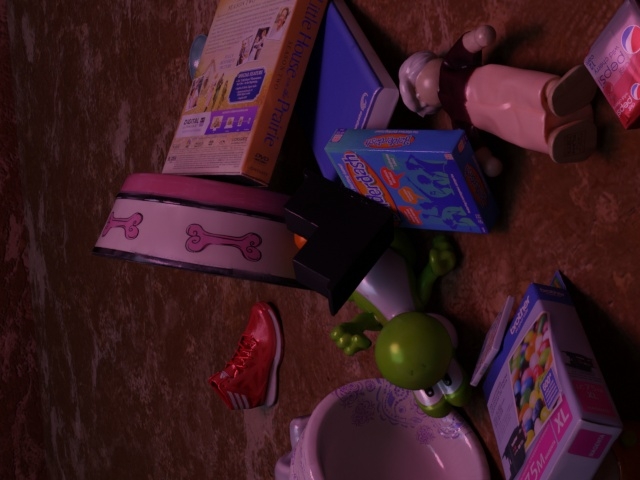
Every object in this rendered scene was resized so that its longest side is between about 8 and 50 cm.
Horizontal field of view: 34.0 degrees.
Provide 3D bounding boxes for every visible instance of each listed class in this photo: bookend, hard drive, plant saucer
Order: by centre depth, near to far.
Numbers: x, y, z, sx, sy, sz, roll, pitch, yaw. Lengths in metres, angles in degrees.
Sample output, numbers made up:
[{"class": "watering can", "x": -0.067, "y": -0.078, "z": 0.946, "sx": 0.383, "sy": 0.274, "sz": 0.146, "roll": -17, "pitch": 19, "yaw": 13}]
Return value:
[{"class": "bookend", "x": 0.000, "y": 0.000, "z": 1.512, "sx": 0.156, "sy": 0.157, "sz": 0.072, "roll": 28, "pitch": 154, "yaw": 21}, {"class": "hard drive", "x": 0.028, "y": -0.229, "z": 1.650, "sx": 0.319, "sy": 0.040, "sz": 0.210, "roll": -112, "pitch": 34, "yaw": -48}, {"class": "plant saucer", "x": -0.230, "y": -0.356, "z": 2.117, "sx": 0.119, "sy": 0.021, "sz": 0.119, "roll": 17, "pitch": 110, "yaw": 54}]

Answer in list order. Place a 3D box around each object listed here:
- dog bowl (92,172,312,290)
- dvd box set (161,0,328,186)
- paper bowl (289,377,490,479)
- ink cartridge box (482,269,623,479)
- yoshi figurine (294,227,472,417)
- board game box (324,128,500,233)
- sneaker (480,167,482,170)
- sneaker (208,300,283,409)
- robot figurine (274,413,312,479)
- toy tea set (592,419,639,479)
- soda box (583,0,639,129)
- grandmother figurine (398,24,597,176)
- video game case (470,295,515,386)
[{"class": "dog bowl", "x": -0.173, "y": -0.014, "z": 1.791, "sx": 0.408, "sy": 0.408, "sz": 0.150, "roll": 6, "pitch": 87, "yaw": 56}, {"class": "dvd box set", "x": -0.120, "y": -0.295, "z": 1.764, "sx": 0.307, "sy": 0.062, "sz": 0.420, "roll": 3, "pitch": 74, "yaw": 57}, {"class": "paper bowl", "x": 0.094, "y": 0.357, "z": 1.537, "sx": 0.284, "sy": 0.284, "sz": 0.148, "roll": 59, "pitch": 144, "yaw": 31}, {"class": "ink cartridge box", "x": 0.272, "y": 0.187, "z": 1.295, "sx": 0.311, "sy": 0.065, "sz": 0.186, "roll": -90, "pitch": 16, "yaw": -58}, {"class": "yoshi figurine", "x": 0.105, "y": 0.088, "z": 1.552, "sx": 0.362, "sy": 0.203, "sz": 0.203, "roll": 59, "pitch": 135, "yaw": 26}, {"class": "board game box", "x": 0.128, "y": -0.084, "z": 1.470, "sx": 0.210, "sy": 0.047, "sz": 0.160, "roll": 5, "pitch": 141, "yaw": 38}, {"class": "sneaker", "x": 0.193, "y": -0.079, "z": 1.509, "sx": 0.040, "sy": 0.043, "sz": 0.109, "roll": 50, "pitch": 138, "yaw": 36}, {"class": "sneaker", "x": -0.146, "y": 0.231, "z": 2.021, "sx": 0.087, "sy": 0.128, "sz": 0.221, "roll": 19, "pitch": 114, "yaw": 53}, {"class": "robot figurine", "x": 0.034, "y": 0.463, "z": 1.730, "sx": 0.300, "sy": 0.199, "sz": 0.353, "roll": -174, "pitch": 77, "yaw": -72}, {"class": "toy tea set", "x": 0.314, "y": 0.343, "z": 1.341, "sx": 0.200, "sy": 0.124, "sz": 0.336, "roll": 25, "pitch": 117, "yaw": 52}, {"class": "soda box", "x": 0.380, "y": -0.172, "z": 0.995, "sx": 0.092, "sy": 0.263, "sz": 0.083, "roll": 65, "pitch": 145, "yaw": 25}, {"class": "grandmother figurine", "x": 0.221, "y": -0.187, "z": 1.397, "sx": 0.342, "sy": 0.104, "sz": 0.208, "roll": 31, "pitch": 125, "yaw": 53}, {"class": "video game case", "x": 0.236, "y": 0.139, "z": 1.438, "sx": 0.122, "sy": 0.011, "sz": 0.087, "roll": 102, "pitch": -170, "yaw": -58}]
